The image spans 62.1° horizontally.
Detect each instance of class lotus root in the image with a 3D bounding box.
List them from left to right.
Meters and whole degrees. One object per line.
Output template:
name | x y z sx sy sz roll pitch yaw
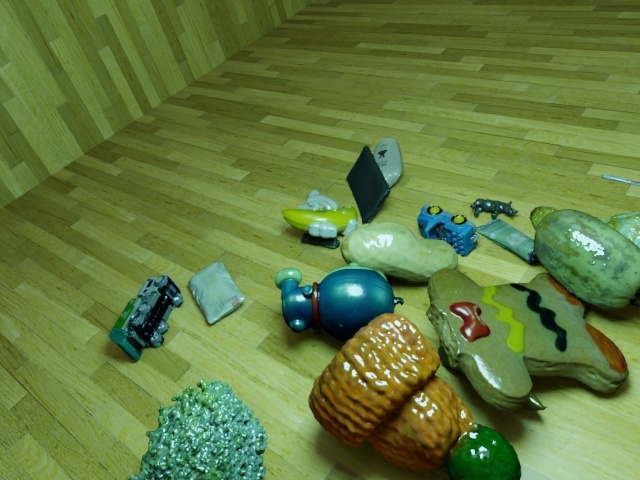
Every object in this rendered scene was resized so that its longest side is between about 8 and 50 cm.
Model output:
lotus root | 0.599 0.030 1.214 0.173 0.173 0.309 -34 55 -18

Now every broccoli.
broccoli | -0.236 0.476 1.071 0.249 0.302 0.375 11 72 1

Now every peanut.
peanut | 0.211 0.029 1.401 0.319 0.147 0.147 10 42 -5

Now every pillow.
pillow | -0.313 0.150 1.584 0.128 0.051 0.229 -36 41 -9

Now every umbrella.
umbrella | 0.001 -0.002 1.655 0.133 0.031 0.036 11 90 28

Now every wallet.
wallet | 0.153 -0.186 1.753 0.146 0.030 0.285 -54 31 28

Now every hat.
hat | 0.195 0.351 1.071 0.400 0.285 0.285 40 61 10

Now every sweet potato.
sweet potato | 0.365 0.299 1.154 0.067 0.067 0.274 -41 42 -25

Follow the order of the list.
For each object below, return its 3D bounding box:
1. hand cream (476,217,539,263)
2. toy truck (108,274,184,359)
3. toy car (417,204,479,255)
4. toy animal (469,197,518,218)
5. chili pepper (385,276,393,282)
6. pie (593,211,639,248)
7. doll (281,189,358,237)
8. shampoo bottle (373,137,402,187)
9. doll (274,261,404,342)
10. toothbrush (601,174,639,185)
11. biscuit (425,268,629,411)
hand cream | 0.525 -0.003 1.455 0.086 0.055 0.235 -22 32 -12
toy truck | -0.503 0.218 1.533 0.124 0.114 0.253 -11 39 25
toy car | 0.347 -0.021 1.501 0.100 0.097 0.191 -40 45 -23
toy animal | 0.515 -0.096 1.565 0.135 0.047 0.065 9 35 37
chili pepper | 0.156 0.075 1.491 0.108 0.062 0.216 23 52 38
pie | 0.735 0.039 1.290 0.274 0.105 0.257 -2 53 21
doll | 0.007 -0.081 1.684 0.252 0.111 0.237 21 33 33
shampoo bottle | 0.221 -0.251 1.825 0.127 0.078 0.257 -10 43 21
doll | 0.046 0.161 1.323 0.322 0.198 0.186 -8 46 13
toothbrush | 0.909 -0.167 1.526 0.193 0.019 0.013 20 53 38
biscuit | 0.436 0.188 1.136 0.394 0.076 0.368 4 37 -12
